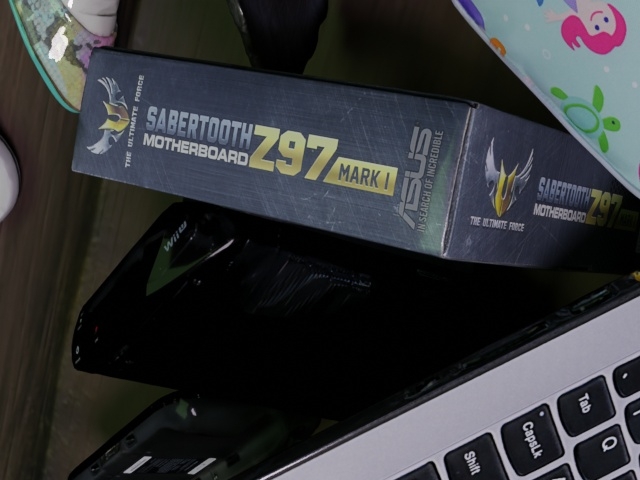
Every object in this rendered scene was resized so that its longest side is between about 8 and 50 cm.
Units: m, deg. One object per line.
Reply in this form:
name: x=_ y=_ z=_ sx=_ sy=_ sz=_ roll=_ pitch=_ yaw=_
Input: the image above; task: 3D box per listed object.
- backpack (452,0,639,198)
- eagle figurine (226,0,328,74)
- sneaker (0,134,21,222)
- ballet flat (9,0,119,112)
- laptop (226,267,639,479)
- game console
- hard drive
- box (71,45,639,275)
backpack: x=0.188 y=-0.106 z=0.426 sx=0.253 sy=0.191 sz=0.225 roll=48 pitch=139 yaw=6
eagle figurine: x=-0.032 y=-0.237 z=0.542 sx=0.225 sy=0.226 sz=0.298 roll=28 pitch=133 yaw=-15
sneaker: x=-0.370 y=-0.065 z=0.917 sx=0.321 sy=0.127 sz=0.126 roll=0 pitch=111 yaw=12
ballet flat: x=-0.171 y=-0.193 z=0.753 sx=0.079 sy=0.077 sz=0.221 roll=-24 pitch=87 yaw=20
laptop: x=0.183 y=0.218 z=0.403 sx=0.382 sy=0.408 sz=0.236 roll=67 pitch=175 yaw=-29
game console: x=-0.057 y=0.094 z=0.674 sx=0.361 sy=0.213 sz=0.044 roll=-42 pitch=41 yaw=49
hard drive: x=0.000 y=0.000 z=0.612 sx=0.094 sy=0.135 sz=0.022 roll=-165 pitch=85 yaw=-72
box: x=0.037 y=-0.031 z=0.526 sx=0.183 sy=0.233 sz=0.059 roll=13 pitch=93 yaw=35
